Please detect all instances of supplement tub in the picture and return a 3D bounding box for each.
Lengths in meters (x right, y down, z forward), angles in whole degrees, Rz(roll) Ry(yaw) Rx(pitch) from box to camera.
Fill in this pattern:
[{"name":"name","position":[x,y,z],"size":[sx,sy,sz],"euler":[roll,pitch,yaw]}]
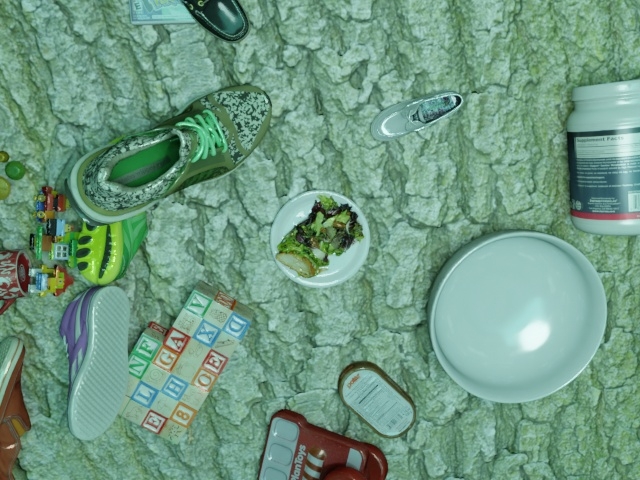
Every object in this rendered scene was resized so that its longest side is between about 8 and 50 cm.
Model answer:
[{"name":"supplement tub","position":[0.561,-0.156,1.190],"size":[0.191,0.191,0.272],"euler":[-7,100,-1]}]

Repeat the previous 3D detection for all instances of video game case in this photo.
[{"name":"video game case","position":[-0.254,-0.494,1.177],"size":[0.201,0.023,0.183],"euler":[-3,100,-2]}]

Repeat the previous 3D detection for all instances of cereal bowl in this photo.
[{"name":"cereal bowl","position":[0.368,0.136,1.261],"size":[0.339,0.141,0.338],"euler":[-1,100,-3]}]

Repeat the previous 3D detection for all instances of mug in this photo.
[{"name":"mug","position":[-0.650,0.084,1.235],"size":[0.169,0.113,0.150],"euler":[-7,130,-6]}]

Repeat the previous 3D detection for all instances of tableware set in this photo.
[{"name":"tableware set","position":[-0.648,-0.112,1.232],"size":[0.104,0.024,0.154],"euler":[44,95,-12]}]

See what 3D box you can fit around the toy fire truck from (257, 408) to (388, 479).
[{"name":"toy fire truck","position":[-0.016,0.524,1.322],"size":[0.254,0.169,0.302],"euler":[16,99,19]}]

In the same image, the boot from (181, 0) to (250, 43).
[{"name":"boot","position":[-0.216,-0.442,1.085],"size":[0.085,0.178,0.236],"euler":[-40,99,4]}]

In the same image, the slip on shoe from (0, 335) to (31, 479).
[{"name":"slip on shoe","position":[-0.632,0.351,1.283],"size":[0.101,0.123,0.331],"euler":[9,96,-37]}]

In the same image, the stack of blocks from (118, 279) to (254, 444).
[{"name":"stack of blocks","position":[-0.281,0.231,1.276],"size":[0.171,0.087,0.297],"euler":[31,98,-7]}]

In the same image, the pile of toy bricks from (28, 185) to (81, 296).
[{"name":"pile of toy bricks","position":[-0.488,0.005,1.230],"size":[0.105,0.118,0.212],"euler":[3,90,-41]}]

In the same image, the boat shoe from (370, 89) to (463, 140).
[{"name":"boat shoe","position":[0.185,-0.238,1.223],"size":[0.184,0.063,0.066],"euler":[-16,101,0]}]

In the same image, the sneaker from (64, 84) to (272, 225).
[{"name":"sneaker","position":[-0.231,-0.157,1.113],"size":[0.410,0.182,0.158],"euler":[-36,105,-25]}]

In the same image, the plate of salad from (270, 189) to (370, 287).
[{"name":"plate of salad","position":[0.000,0.000,1.267],"size":[0.200,0.048,0.199],"euler":[0,100,-2]}]

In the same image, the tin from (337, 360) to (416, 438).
[{"name":"tin","position":[0.119,0.334,1.341],"size":[0.190,0.040,0.106],"euler":[43,92,-9]}]

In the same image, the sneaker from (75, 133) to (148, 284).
[{"name":"sneaker","position":[-0.382,-0.061,1.212],"size":[0.110,0.123,0.295],"euler":[13,81,4]}]

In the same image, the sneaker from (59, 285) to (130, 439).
[{"name":"sneaker","position":[-0.445,0.229,1.227],"size":[0.102,0.161,0.282],"euler":[21,70,-45]}]
